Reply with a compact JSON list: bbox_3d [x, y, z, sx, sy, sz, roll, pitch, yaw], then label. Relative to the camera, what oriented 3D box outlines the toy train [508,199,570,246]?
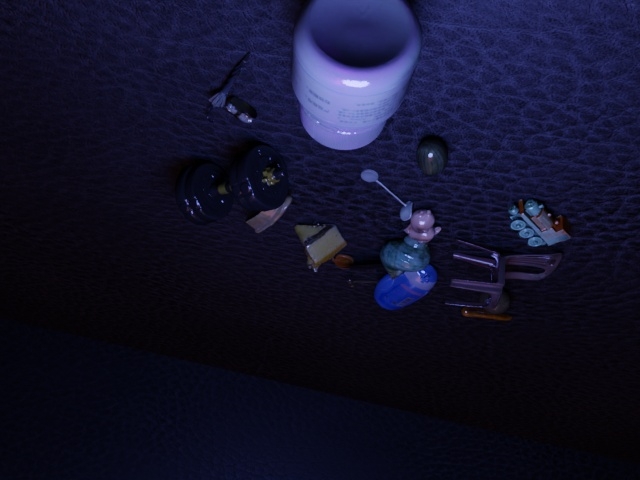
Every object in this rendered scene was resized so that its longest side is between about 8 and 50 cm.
[{"bbox_3d":[0.597,-0.053,1.755,0.118,0.074,0.176,-26,129,35],"label":"toy train"}]

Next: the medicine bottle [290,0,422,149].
[{"bbox_3d":[0.060,-0.336,1.279,0.241,0.241,0.302,13,160,0],"label":"medicine bottle"}]

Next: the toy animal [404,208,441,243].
[{"bbox_3d":[0.304,-0.044,1.882,0.083,0.089,0.150,37,162,21],"label":"toy animal"}]

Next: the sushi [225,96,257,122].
[{"bbox_3d":[-0.205,-0.323,1.612,0.083,0.044,0.046,32,145,-28],"label":"sushi"}]

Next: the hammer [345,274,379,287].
[{"bbox_3d":[0.233,0.148,2.302,0.292,0.029,0.058,-2,150,21],"label":"hammer"}]

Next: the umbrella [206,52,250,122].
[{"bbox_3d":[-0.235,-0.374,1.552,0.044,0.044,0.269,52,140,6],"label":"umbrella"}]

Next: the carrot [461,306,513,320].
[{"bbox_3d":[0.617,0.275,2.360,0.190,0.037,0.037,9,151,4],"label":"carrot"}]

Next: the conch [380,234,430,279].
[{"bbox_3d":[0.270,0.048,2.009,0.176,0.121,0.188,1,165,-42],"label":"conch"}]

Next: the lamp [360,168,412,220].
[{"bbox_3d":[0.186,-0.130,1.797,0.198,0.056,0.050,34,148,-28],"label":"lamp"}]

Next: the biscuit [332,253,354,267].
[{"bbox_3d":[0.079,0.072,2.234,0.078,0.015,0.091,13,151,2],"label":"biscuit"}]

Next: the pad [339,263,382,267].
[{"bbox_3d":[0.171,0.089,2.171,0.116,0.004,0.193,7,171,-43],"label":"pad"}]

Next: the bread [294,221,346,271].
[{"bbox_3d":[0.000,0.000,2.092,0.152,0.127,0.147,-26,143,0],"label":"bread"}]

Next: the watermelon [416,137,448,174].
[{"bbox_3d":[0.279,-0.208,1.593,0.078,0.078,0.110,5,150,14],"label":"watermelon"}]

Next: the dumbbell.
[{"bbox_3d":[-0.251,-0.152,1.792,0.389,0.185,0.185,-11,144,36],"label":"dumbbell"}]

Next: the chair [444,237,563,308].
[{"bbox_3d":[0.559,0.114,1.945,0.327,0.183,0.175,8,152,10],"label":"chair"}]

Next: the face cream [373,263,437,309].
[{"bbox_3d":[0.297,0.152,2.199,0.149,0.083,0.264,31,139,-17],"label":"face cream"}]

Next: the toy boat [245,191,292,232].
[{"bbox_3d":[-0.155,-0.102,1.917,0.061,0.116,0.188,32,147,-20],"label":"toy boat"}]

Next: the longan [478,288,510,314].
[{"bbox_3d":[0.595,0.202,2.186,0.106,0.106,0.119,14,-167,-2],"label":"longan"}]
